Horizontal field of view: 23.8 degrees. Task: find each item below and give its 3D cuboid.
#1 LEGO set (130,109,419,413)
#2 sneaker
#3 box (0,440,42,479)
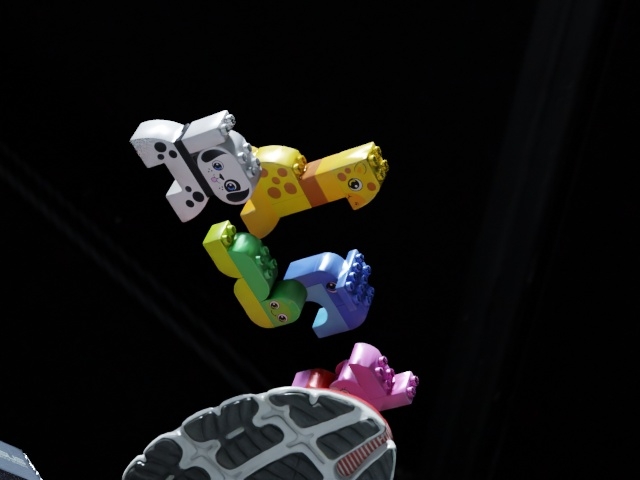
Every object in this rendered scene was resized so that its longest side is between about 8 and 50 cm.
[{"bbox_3d":[0.000,0.000,0.865,0.093,0.087,0.227,-17,-61,27],"label":"LEGO set"},{"bbox_3d":[-0.072,0.160,0.813,0.279,0.118,0.107,-39,-91,19],"label":"sneaker"},{"bbox_3d":[-0.349,0.207,1.138,0.183,0.232,0.059,-53,-137,5],"label":"box"}]
